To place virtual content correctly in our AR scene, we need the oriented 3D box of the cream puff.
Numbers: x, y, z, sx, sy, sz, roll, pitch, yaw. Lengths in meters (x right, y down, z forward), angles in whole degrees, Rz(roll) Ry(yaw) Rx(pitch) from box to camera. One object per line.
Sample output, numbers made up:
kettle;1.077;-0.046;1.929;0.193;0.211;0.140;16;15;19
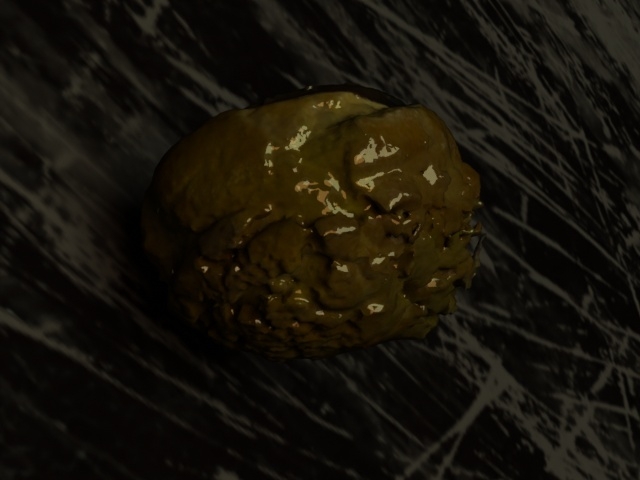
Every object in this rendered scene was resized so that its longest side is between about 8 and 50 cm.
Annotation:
cream puff;0.000;0.000;0.850;0.189;0.189;0.129;8;61;-50
